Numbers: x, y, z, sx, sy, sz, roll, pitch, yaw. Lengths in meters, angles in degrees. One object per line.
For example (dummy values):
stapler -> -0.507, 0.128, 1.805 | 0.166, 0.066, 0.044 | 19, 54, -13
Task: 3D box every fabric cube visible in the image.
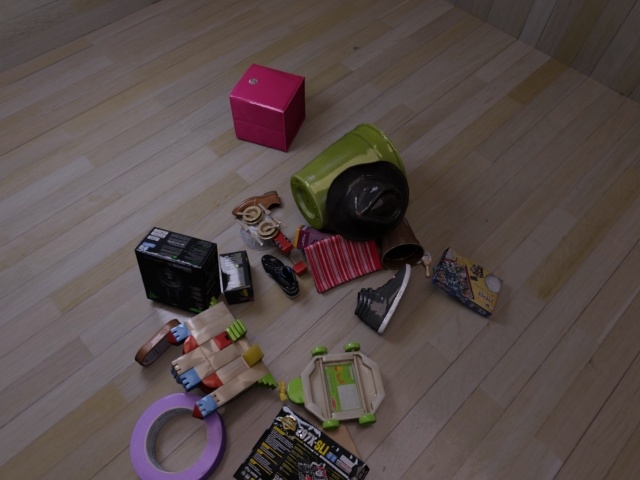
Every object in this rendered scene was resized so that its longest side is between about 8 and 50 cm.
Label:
fabric cube -> -0.232, -0.605, 2.051 | 0.258, 0.259, 0.254 | 19, 59, 10

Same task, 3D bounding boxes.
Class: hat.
hat -> 0.192, -0.120, 1.586 | 0.332, 0.331, 0.134 | -18, 26, -12

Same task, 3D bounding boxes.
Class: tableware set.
tableware set -> -0.239, -0.077, 1.748 | 0.128, 0.039, 0.194 | -39, 55, -16

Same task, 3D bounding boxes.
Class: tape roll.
tape roll -> -0.438, 0.624, 1.396 | 0.275, 0.090, 0.274 | 0, 59, 0

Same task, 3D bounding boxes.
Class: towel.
towel -> 0.091, 0.068, 1.702 | 0.275, 0.198, 0.031 | -20, 19, -12

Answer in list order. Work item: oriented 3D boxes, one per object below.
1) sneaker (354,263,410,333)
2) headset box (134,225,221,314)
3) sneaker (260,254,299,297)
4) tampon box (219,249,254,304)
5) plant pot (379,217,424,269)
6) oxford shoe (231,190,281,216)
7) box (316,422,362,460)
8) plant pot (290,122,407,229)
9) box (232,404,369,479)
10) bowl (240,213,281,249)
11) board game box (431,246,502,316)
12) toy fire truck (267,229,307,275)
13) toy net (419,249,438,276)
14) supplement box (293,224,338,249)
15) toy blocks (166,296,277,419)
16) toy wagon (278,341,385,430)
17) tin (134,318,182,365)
sneaker -> 0.226, 0.185, 1.665 | 0.147, 0.104, 0.295 | 27, 66, 9
headset box -> -0.498, 0.119, 1.600 | 0.247, 0.283, 0.131 | 16, 44, 7
sneaker -> -0.151, 0.108, 1.696 | 0.079, 0.121, 0.217 | -34, 65, -21
tampon box -> -0.311, 0.139, 1.675 | 0.102, 0.120, 0.160 | -10, 60, -6
plant pot -> 0.300, 0.000, 1.757 | 0.167, 0.167, 0.165 | -8, 52, -6
oxford shoe -> -0.265, -0.140, 1.877 | 0.212, 0.076, 0.076 | -23, 70, -15
box -> 0.011, 0.673, 1.413 | 0.201, 0.021, 0.164 | -21, 61, -14
plant pot -> 0.085, -0.220, 1.755 | 0.353, 0.366, 0.366 | -28, 63, -18
box -> -0.060, 0.683, 1.317 | 0.322, 0.079, 0.257 | 23, 60, 32
bowl -> -0.246, -0.052, 1.817 | 0.170, 0.080, 0.170 | 0, 59, -1
board game box -> 0.552, 0.154, 1.685 | 0.243, 0.042, 0.165 | 33, 57, 1
toy fire truck -> -0.132, 0.037, 1.749 | 0.047, 0.135, 0.192 | -35, 51, -13
toy net -> 0.455, 0.099, 1.758 | 0.122, 0.045, 0.232 | -35, 65, -20
supplement box -> 0.000, 0.000, 1.763 | 0.188, 0.104, 0.080 | 11, 103, 6
toy blocks -> -0.357, 0.388, 1.444 | 0.261, 0.190, 0.381 | -27, 71, -31
toy wagon -> 0.033, 0.484, 1.485 | 0.345, 0.068, 0.267 | -5, 54, -8
tin -> -0.554, 0.352, 1.549 | 0.040, 0.106, 0.189 | 35, 65, 18
